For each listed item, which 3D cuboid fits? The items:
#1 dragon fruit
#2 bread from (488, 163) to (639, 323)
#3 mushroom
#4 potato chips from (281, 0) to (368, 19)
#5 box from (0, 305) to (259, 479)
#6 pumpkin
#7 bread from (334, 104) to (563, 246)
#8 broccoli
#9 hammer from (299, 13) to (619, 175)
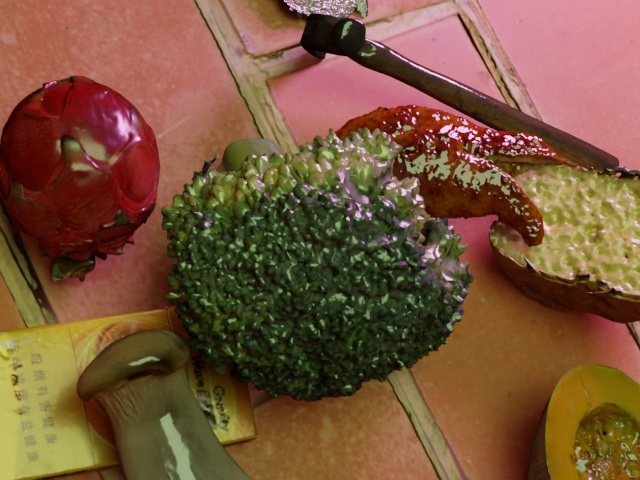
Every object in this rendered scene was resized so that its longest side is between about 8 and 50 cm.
[{"bbox_3d":[-0.245,-0.071,1.365,0.172,0.172,0.209,-4,77,-24],"label":"dragon fruit"},{"bbox_3d":[0.332,0.011,1.587,0.261,0.147,0.160,7,68,14],"label":"bread"},{"bbox_3d":[-0.120,0.238,1.312,0.159,0.122,0.328,-34,103,-60],"label":"mushroom"},{"bbox_3d":[-0.031,-0.328,1.632,0.209,0.026,0.142,18,62,-19],"label":"potato chips"},{"bbox_3d":[-0.205,0.150,1.370,0.269,0.043,0.152,-6,75,-25],"label":"box"},{"bbox_3d":[0.297,0.257,1.521,0.217,0.110,0.217,16,59,-29],"label":"pumpkin"},{"bbox_3d":[0.135,-0.082,1.536,0.269,0.095,0.139,8,76,9],"label":"bread"},{"bbox_3d":[0.014,0.001,1.387,0.375,0.249,0.301,11,59,-37],"label":"broccoli"},{"bbox_3d":[0.172,-0.161,1.604,0.440,0.168,0.044,23,92,-23],"label":"hammer"}]
